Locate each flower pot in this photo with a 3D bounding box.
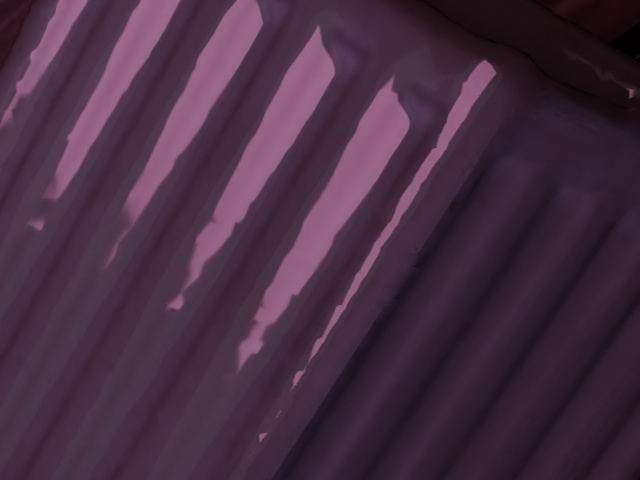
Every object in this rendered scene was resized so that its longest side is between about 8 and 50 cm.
[{"bbox_3d":[0.000,0.000,0.444,0.209,0.239,0.189,28,107,-8],"label":"flower pot"}]
